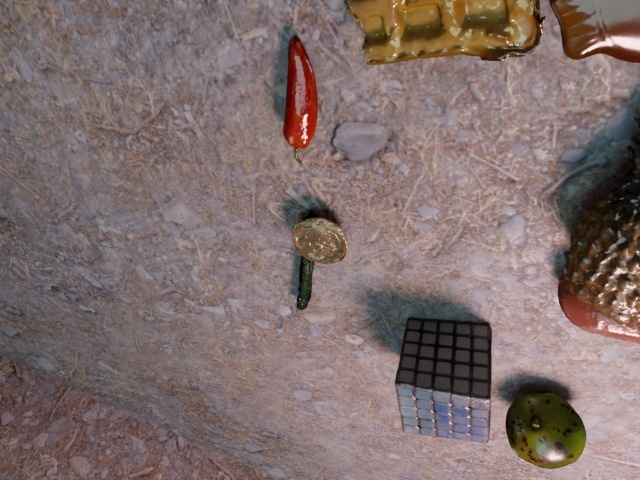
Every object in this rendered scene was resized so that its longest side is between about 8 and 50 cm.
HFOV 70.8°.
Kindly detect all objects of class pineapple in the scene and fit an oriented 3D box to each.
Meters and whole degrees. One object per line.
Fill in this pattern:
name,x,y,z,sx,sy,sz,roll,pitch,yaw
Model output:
pineapple,0.566,-0.039,0.804,0.202,0.202,0.361,4,124,18

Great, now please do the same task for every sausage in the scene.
sausage,0.648,0.147,0.973,0.255,0.148,0.148,7,133,18

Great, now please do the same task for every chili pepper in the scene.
chili pepper,-0.041,-0.270,0.917,0.071,0.063,0.272,4,131,1

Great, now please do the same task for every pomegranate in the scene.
pomegranate,0.658,0.553,1.307,0.211,0.211,0.263,-22,140,35

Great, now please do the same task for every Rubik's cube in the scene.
Rubik's cube,0.344,0.379,1.235,0.237,0.238,0.237,0,130,19

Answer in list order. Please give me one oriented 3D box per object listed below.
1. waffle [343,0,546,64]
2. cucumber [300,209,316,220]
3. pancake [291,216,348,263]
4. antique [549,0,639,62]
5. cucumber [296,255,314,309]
waffle,0.157,-0.428,0.635,0.304,0.077,0.348,7,135,33
cucumber,0.004,-0.022,1.144,0.032,0.032,0.133,-24,120,36
pancake,0.000,0.001,1.125,0.152,0.025,0.151,12,134,12
antique,0.455,-0.356,0.591,0.278,0.129,0.223,-22,120,35
cucumber,-0.042,0.106,1.271,0.044,0.043,0.256,11,133,5
